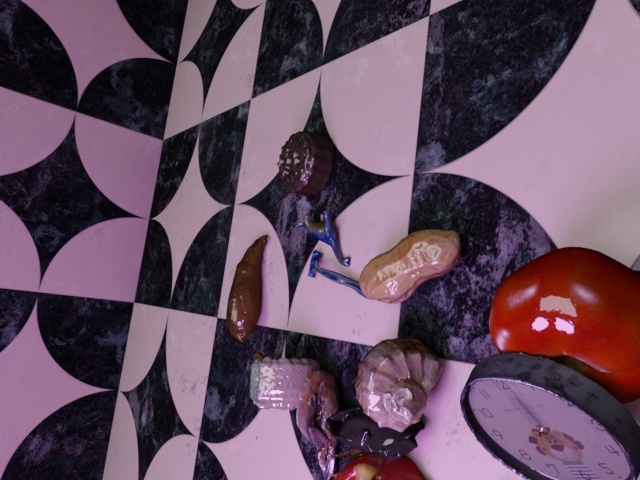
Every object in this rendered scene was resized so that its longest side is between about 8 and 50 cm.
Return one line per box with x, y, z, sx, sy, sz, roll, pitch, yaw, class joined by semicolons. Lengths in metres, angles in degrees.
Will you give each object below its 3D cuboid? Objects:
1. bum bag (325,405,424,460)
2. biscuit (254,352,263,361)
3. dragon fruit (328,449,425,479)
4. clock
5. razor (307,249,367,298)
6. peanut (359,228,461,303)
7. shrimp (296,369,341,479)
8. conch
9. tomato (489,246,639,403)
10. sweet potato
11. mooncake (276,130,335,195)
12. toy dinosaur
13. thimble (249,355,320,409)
0.141;0.489;1.256;0.326;0.142;0.079;-9;104;53;bum bag
-0.222;0.455;1.774;0.082;0.016;0.092;-43;48;40;biscuit
0.117;0.658;1.172;0.291;0.189;0.290;-19;64;46;dragon fruit
0.404;0.340;0.877;0.313;0.061;0.312;28;141;26;clock
0.055;0.116;1.513;0.324;0.056;0.093;24;103;49;razor
0.229;0.069;1.262;0.313;0.149;0.149;-36;53;31;peanut
-0.005;0.531;1.380;0.062;0.164;0.316;-13;77;48;shrimp
0.169;0.324;1.188;0.210;0.159;0.291;-52;29;7;conch
0.466;0.140;0.878;0.299;0.298;0.226;-6;38;49;tomato
-0.276;0.177;1.847;0.131;0.131;0.422;-16;57;47;sweet potato
-0.058;-0.272;1.712;0.228;0.124;0.228;-16;69;47;mooncake
0.000;0.000;1.613;0.248;0.075;0.188;-8;83;43;toy dinosaur
-0.109;0.436;1.486;0.219;0.219;0.150;-16;66;47;thimble
